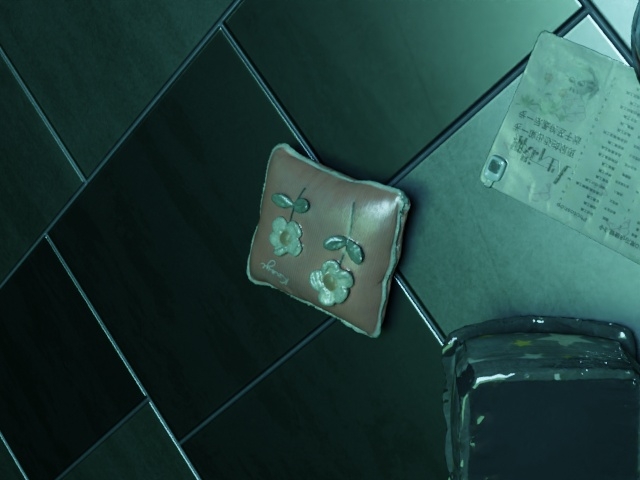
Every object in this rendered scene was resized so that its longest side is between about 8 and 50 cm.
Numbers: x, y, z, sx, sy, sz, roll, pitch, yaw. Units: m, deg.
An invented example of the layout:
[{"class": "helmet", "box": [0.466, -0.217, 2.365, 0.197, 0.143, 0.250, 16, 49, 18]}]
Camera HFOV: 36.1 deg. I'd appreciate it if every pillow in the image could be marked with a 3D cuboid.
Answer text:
[{"class": "pillow", "box": [0.000, 0.000, 1.035, 0.179, 0.075, 0.171, 24, 115, 29]}]

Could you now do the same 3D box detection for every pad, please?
[{"class": "pad", "box": [0.278, -0.065, 0.872, 0.265, 0.009, 0.159, 31, 116, 24]}]

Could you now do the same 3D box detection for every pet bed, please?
[{"class": "pet bed", "box": [0.203, 0.186, 0.905, 0.183, 0.159, 0.210, -3, 102, 8]}]

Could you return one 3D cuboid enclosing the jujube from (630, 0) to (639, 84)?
[{"class": "jujube", "box": [0.358, -0.160, 0.665, 0.308, 0.215, 0.246, -29, 66, 42]}]
